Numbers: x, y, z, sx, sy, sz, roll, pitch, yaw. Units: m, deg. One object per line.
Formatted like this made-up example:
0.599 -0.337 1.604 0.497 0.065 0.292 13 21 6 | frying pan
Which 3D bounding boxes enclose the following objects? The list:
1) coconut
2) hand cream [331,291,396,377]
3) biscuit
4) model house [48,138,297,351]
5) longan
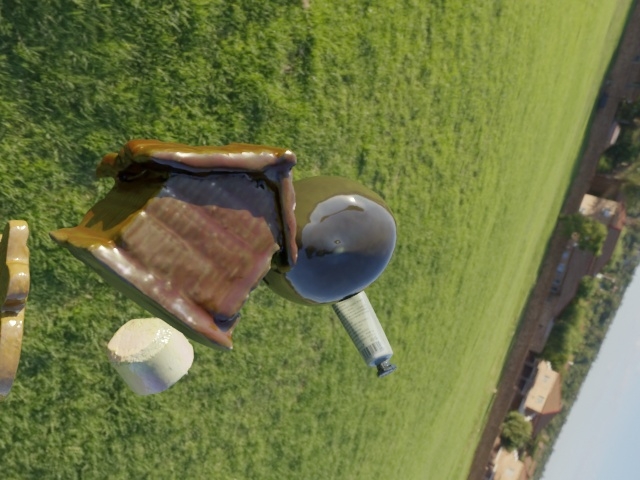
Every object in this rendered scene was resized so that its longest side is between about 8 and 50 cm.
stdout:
-0.346 0.243 1.007 0.147 0.147 0.152 -47 131 -32 | coconut
0.063 0.134 0.878 0.080 0.233 0.050 -33 154 10 | hand cream
-0.634 0.141 0.980 0.052 0.275 0.354 9 65 -42 | biscuit
-0.149 -0.025 0.565 0.219 0.199 0.229 47 71 -27 | model house
0.000 0.000 0.708 0.220 0.196 0.196 -23 130 -27 | longan
